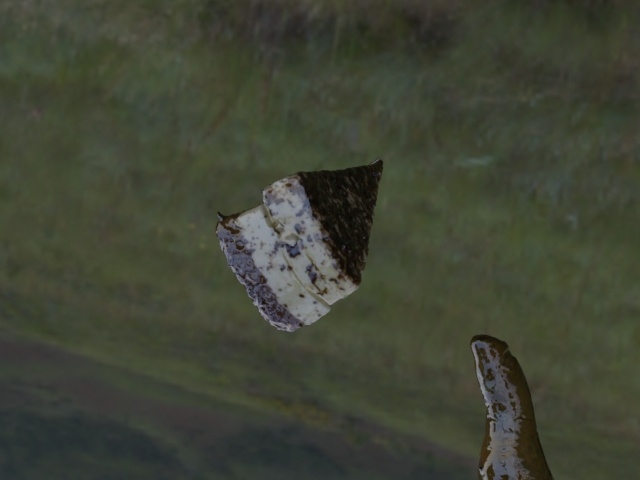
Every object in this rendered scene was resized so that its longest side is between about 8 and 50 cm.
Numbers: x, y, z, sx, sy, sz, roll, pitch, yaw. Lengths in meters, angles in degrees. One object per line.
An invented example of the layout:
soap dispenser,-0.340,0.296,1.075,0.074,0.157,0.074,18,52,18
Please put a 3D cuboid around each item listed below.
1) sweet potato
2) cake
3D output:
sweet potato,0.204,0.232,1.264,0.346,0.108,0.079,52,172,-16
cake,0.006,0.003,1.444,0.112,0.135,0.246,-27,175,22
